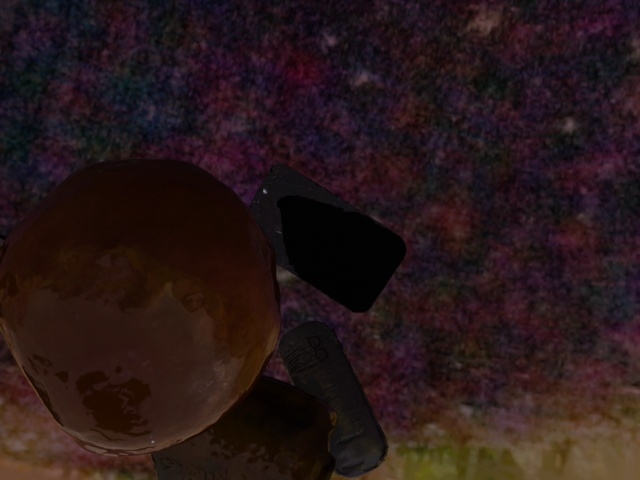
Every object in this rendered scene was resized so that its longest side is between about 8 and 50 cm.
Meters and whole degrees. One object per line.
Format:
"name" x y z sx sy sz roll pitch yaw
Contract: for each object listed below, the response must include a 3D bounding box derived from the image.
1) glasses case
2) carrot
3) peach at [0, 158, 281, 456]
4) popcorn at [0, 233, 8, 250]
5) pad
"glasses case" 0.020 0.269 1.534 0.109 0.282 0.067 -24 158 -5
"carrot" -0.127 0.309 1.354 0.340 0.242 0.241 20 157 16
"peach" -0.194 0.063 1.011 0.343 0.301 0.343 53 162 25
"popcorn" -0.743 0.060 1.772 0.297 0.281 0.316 30 142 31
"pad" 0.000 0.000 1.506 0.267 0.004 0.181 33 123 3
